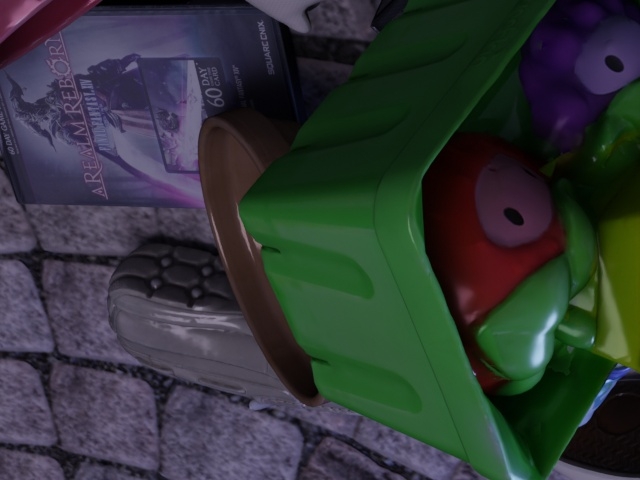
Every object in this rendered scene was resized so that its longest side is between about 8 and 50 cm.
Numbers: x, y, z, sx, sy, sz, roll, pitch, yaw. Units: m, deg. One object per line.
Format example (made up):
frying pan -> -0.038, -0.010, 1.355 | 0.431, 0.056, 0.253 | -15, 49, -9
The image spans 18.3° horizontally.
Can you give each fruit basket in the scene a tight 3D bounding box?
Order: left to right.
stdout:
fruit basket -> 0.192, -0.023, 1.258 | 0.392, 0.392, 0.283 | -7, 125, 24

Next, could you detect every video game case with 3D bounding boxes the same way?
video game case -> -0.145, -0.111, 1.616 | 0.274, 0.026, 0.196 | 1, 127, 18

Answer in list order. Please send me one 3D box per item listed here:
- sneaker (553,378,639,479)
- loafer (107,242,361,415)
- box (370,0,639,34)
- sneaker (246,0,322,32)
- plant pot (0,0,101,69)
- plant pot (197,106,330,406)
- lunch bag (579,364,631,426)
sneaker -> 0.321, 0.191, 1.633 | 0.290, 0.106, 0.123 | 4, 142, 26
loafer -> -0.029, 0.092, 1.685 | 0.319, 0.112, 0.111 | 18, 136, 16
box -> 0.177, -0.177, 1.422 | 0.183, 0.059, 0.233 | 38, 129, -13
sneaker -> 0.041, -0.248, 1.405 | 0.297, 0.111, 0.129 | -24, 129, 40
plant pot -> -0.234, -0.241, 1.446 | 0.201, 0.201, 0.180 | -34, 95, 37
plant pot -> 0.000, 0.000, 1.532 | 0.110, 0.237, 0.237 | -21, 128, -17
lunch bag -> 0.157, 0.024, 1.483 | 0.176, 0.219, 0.090 | 27, 131, -1
